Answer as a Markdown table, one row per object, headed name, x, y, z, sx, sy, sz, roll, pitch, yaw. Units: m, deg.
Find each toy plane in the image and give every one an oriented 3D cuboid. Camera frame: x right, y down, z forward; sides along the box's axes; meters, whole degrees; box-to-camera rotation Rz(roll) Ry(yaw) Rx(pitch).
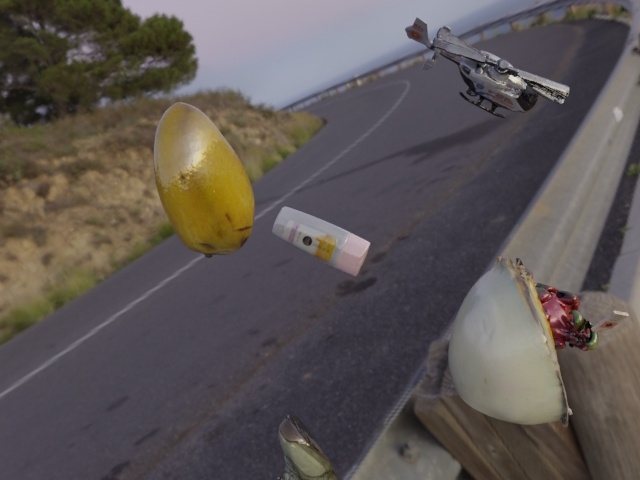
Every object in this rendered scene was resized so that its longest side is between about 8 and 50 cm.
| name | x | y | z | sx | sy | sz | roll | pitch | yaw |
| --- | --- | --- | --- | --- | --- | --- | --- | --- | --- |
| toy plane | 0.185 | -0.201 | 0.780 | 0.054 | 0.197 | 0.078 | -62 | 3 | -9 |

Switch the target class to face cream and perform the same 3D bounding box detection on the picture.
| name | x | y | z | sx | sy | sz | roll | pitch | yaw |
| --- | --- | --- | --- | --- | --- | --- | --- | --- | --- |
| face cream | 0.000 | 0.000 | 1.375 | 0.198 | 0.084 | 0.057 | 25 | 24 | 10 |

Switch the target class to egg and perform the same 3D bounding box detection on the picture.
| name | x | y | z | sx | sy | sz | roll | pitch | yaw |
| --- | --- | --- | --- | --- | --- | --- | --- | --- | --- |
| egg | 0.292 | 0.178 | 1.093 | 0.174 | 0.286 | 0.264 | -16 | 40 | 8 |

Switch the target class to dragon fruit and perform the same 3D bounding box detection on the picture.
| name | x | y | z | sx | sy | sz | roll | pitch | yaw |
| --- | --- | --- | --- | --- | --- | --- | --- | --- | --- |
| dragon fruit | 0.633 | 0.213 | 1.845 | 0.272 | 0.219 | 0.198 | 13 | 44 | 25 |

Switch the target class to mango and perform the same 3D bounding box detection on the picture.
| name | x | y | z | sx | sy | sz | roll | pitch | yaw |
| --- | --- | --- | --- | --- | --- | --- | --- | --- | --- |
| mango | -0.322 | -0.166 | 1.853 | 0.220 | 0.446 | 0.301 | 0 | 26 | 26 |

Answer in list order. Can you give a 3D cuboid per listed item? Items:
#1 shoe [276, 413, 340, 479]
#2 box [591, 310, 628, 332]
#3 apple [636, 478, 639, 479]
| name | x | y | z | sx | sy | sz | roll | pitch | yaw |
| --- | --- | --- | --- | --- | --- | --- | --- | --- | --- |
| shoe | -0.025 | 0.397 | 1.126 | 0.098 | 0.275 | 0.103 | -34 | 38 | -16 |
| box | 0.710 | 0.201 | 1.640 | 0.046 | 0.012 | 0.083 | 9 | -40 | -22 |
| apple | 0.806 | 0.664 | 1.558 | 0.253 | 0.254 | 0.253 | -24 | 13 | 6 |
